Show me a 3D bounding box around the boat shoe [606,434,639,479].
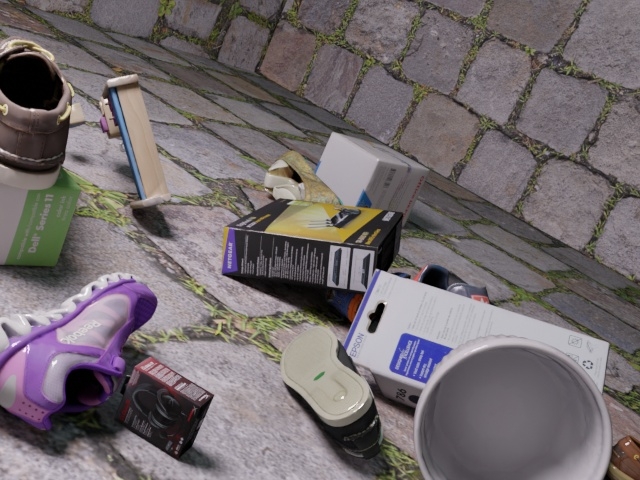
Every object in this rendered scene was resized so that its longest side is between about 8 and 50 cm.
[{"bbox_3d":[0.448,0.308,0.908,0.178,0.060,0.064,28,15,7],"label":"boat shoe"}]

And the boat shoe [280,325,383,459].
[{"bbox_3d":[0.011,0.175,0.866,0.079,0.084,0.233,58,-5,-24],"label":"boat shoe"}]

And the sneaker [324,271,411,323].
[{"bbox_3d":[0.085,0.083,1.217,0.087,0.083,0.221,26,13,26],"label":"sneaker"}]

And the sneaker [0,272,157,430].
[{"bbox_3d":[-0.224,0.109,0.694,0.104,0.095,0.236,34,23,11],"label":"sneaker"}]

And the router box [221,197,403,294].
[{"bbox_3d":[0.000,0.000,1.221,0.242,0.081,0.309,7,13,11],"label":"router box"}]

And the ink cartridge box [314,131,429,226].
[{"bbox_3d":[0.122,-0.149,1.820,0.168,0.171,0.232,36,20,36],"label":"ink cartridge box"}]

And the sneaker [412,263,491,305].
[{"bbox_3d":[0.230,0.153,1.075,0.131,0.148,0.350,12,21,-37],"label":"sneaker"}]

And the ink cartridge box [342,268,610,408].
[{"bbox_3d":[0.202,0.161,0.964,0.332,0.065,0.165,19,52,13],"label":"ink cartridge box"}]

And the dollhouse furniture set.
[{"bbox_3d":[-0.428,-0.123,1.163,0.303,0.198,0.286,-16,8,-18],"label":"dollhouse furniture set"}]

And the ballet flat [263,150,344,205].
[{"bbox_3d":[-0.061,-0.115,1.582,0.123,0.123,0.348,15,19,-30],"label":"ballet flat"}]

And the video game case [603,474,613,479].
[{"bbox_3d":[0.389,0.351,0.871,0.232,0.042,0.210,35,19,32],"label":"video game case"}]

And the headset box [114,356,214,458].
[{"bbox_3d":[-0.151,0.155,0.683,0.083,0.062,0.032,28,16,10],"label":"headset box"}]

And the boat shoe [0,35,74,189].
[{"bbox_3d":[-0.362,-0.187,0.896,0.116,0.097,0.324,11,31,-27],"label":"boat shoe"}]

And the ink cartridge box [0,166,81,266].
[{"bbox_3d":[-0.489,-0.075,0.823,0.353,0.119,0.207,5,27,-49],"label":"ink cartridge box"}]

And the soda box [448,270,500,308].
[{"bbox_3d":[0.278,0.120,1.401,0.053,0.060,0.169,13,19,-38],"label":"soda box"}]

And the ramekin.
[{"bbox_3d":[0.206,0.202,0.807,0.207,0.207,0.109,25,8,3],"label":"ramekin"}]
